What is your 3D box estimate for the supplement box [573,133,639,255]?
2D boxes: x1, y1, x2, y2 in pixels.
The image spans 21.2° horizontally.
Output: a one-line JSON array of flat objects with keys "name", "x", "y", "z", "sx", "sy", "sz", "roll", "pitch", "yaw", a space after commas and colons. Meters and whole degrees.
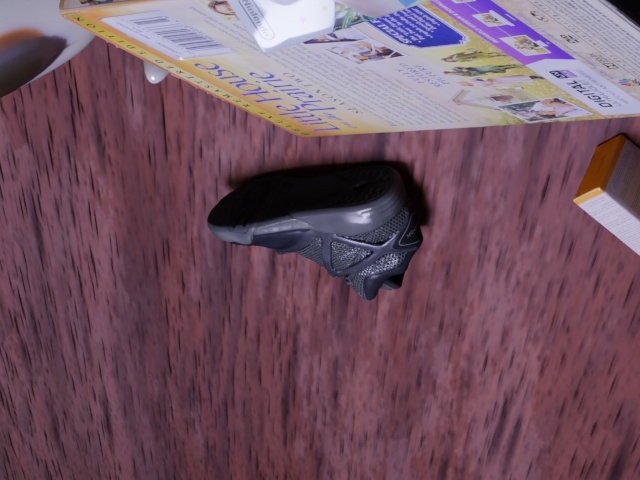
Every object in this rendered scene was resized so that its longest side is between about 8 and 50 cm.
[{"name": "supplement box", "x": 0.261, "y": -0.031, "z": 1.397, "sx": 0.098, "sy": 0.062, "sz": 0.036, "roll": 38, "pitch": 147, "yaw": -15}]

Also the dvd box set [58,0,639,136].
[{"name": "dvd box set", "x": 0.062, "y": -0.156, "z": 1.256, "sx": 0.420, "sy": 0.062, "sz": 0.308, "roll": -1, "pitch": 164, "yaw": 39}]

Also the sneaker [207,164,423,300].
[{"name": "sneaker", "x": 0.000, "y": 0.000, "z": 1.622, "sx": 0.228, "sy": 0.087, "sz": 0.130, "roll": -5, "pitch": 130, "yaw": 34}]

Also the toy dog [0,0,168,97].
[{"name": "toy dog", "x": -0.350, "y": -0.149, "z": 1.360, "sx": 0.395, "sy": 0.408, "sz": 0.284, "roll": 34, "pitch": 149, "yaw": -10}]

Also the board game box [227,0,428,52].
[{"name": "board game box", "x": 0.053, "y": -0.249, "z": 0.932, "sx": 0.303, "sy": 0.097, "sz": 0.224, "roll": -16, "pitch": 135, "yaw": 22}]
